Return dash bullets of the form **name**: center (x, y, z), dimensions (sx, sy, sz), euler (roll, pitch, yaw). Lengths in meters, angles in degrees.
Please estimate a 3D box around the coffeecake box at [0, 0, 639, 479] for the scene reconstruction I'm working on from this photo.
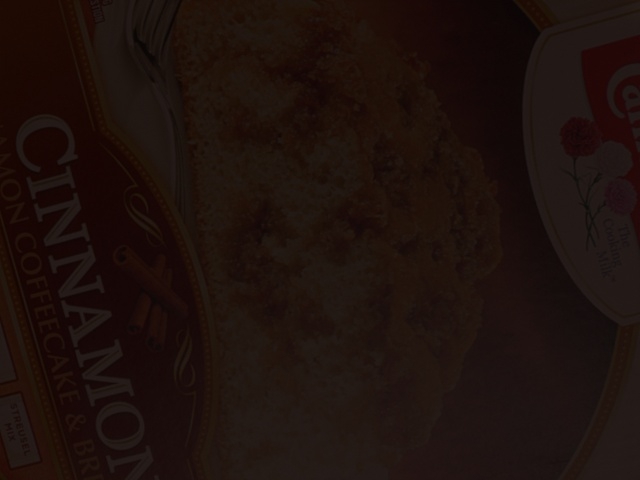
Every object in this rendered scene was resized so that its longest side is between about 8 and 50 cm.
- **coffeecake box**: center (0.000, 0.000, 0.396), dimensions (0.068, 0.185, 0.142), euler (-32, 107, -80)
